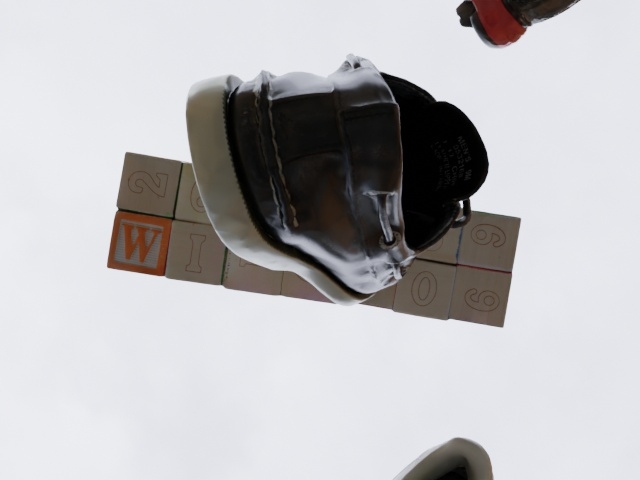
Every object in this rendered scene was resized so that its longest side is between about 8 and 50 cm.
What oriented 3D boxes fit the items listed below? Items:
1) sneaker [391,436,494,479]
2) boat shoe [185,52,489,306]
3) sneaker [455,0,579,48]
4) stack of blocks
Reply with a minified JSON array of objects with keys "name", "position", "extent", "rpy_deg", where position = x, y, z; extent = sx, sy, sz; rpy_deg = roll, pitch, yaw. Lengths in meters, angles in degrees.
[{"name":"sneaker","position":[0.035,0.271,0.981],"extent":[0.114,0.152,0.305],"rpy_deg":[30,-117,12]},{"name":"boat shoe","position":[0.037,-0.040,0.734],"extent":[0.113,0.340,0.127],"rpy_deg":[-14,-103,15]},{"name":"sneaker","position":[0.157,-0.306,1.075],"extent":[0.135,0.098,0.276],"rpy_deg":[-16,-91,26]},{"name":"stack of blocks","position":[0.000,0.000,1.011],"extent":[0.297,0.171,0.087],"rpy_deg":[10,-88,2]}]
